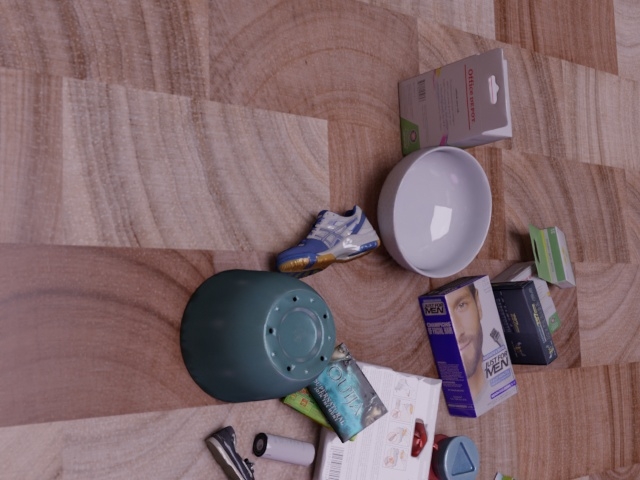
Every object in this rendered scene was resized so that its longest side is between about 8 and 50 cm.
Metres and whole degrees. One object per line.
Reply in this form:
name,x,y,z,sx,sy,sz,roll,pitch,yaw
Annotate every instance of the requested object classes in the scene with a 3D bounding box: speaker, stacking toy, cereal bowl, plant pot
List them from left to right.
plant pot,-0.109,0.196,1.689,0.293,0.235,0.293,6,80,-37
speaker,-0.079,0.464,1.793,0.136,0.055,0.055,22,71,-35
cereal bowl,0.273,-0.077,2.066,0.339,0.141,0.339,-5,100,-34
stacking toy,0.270,0.595,2.005,0.309,0.130,0.279,25,69,-33

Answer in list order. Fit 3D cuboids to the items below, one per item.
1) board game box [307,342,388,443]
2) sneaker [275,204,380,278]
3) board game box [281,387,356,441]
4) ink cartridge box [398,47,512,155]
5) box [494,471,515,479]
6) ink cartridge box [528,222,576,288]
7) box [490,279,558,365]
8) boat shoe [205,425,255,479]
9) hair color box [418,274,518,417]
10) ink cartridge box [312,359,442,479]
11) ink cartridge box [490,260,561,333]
board game box,0.050,0.339,1.806,0.126,0.026,0.186,-32,84,-15
sneaker,0.000,0.000,1.901,0.296,0.112,0.131,-16,77,-40
board game box,0.014,0.370,1.829,0.181,0.043,0.092,30,73,-2
ink cartridge box,0.365,-0.343,2.055,0.119,0.353,0.207,1,84,-38
box,0.538,0.740,2.255,0.178,0.042,0.109,47,58,-25
ink cartridge box,0.684,0.042,2.382,0.235,0.056,0.171,23,56,-58
box,0.533,0.228,2.226,0.059,0.183,0.233,-28,102,-37
boat shoe,-0.162,0.485,1.714,0.065,0.075,0.206,-39,104,-32
hair color box,0.398,0.280,2.162,0.185,0.110,0.339,-20,95,-37
ink cartridge box,0.134,0.447,1.897,0.261,0.066,0.296,14,75,-11
ink cartridge box,0.590,0.184,2.334,0.154,0.093,0.212,-30,104,-38
